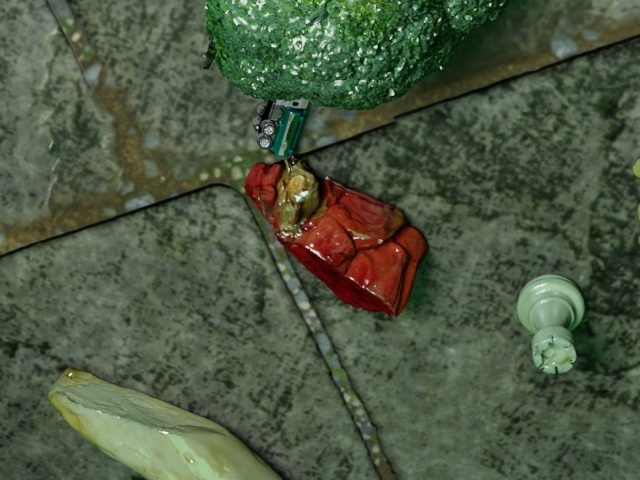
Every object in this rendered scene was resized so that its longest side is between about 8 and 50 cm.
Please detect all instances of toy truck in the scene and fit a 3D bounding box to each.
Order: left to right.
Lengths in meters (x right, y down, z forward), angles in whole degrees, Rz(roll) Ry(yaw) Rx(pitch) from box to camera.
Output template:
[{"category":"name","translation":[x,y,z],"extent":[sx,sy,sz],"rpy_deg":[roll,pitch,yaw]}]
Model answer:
[{"category":"toy truck","translation":[-0.035,-0.119,1.402],"extent":[0.044,0.039,0.083],"rpy_deg":[9,123,-18]}]

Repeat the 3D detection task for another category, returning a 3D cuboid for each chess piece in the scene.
[{"category":"chess piece","translation":[0.225,0.085,1.452],"extent":[0.067,0.103,0.067],"rpy_deg":[2,120,4]}]

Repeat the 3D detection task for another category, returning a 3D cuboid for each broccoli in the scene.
[{"category":"broccoli","translation":[0.023,-0.240,1.240],"extent":[0.269,0.254,0.269],"rpy_deg":[0,89,-12]}]

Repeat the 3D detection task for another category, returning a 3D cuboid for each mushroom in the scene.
[{"category":"mushroom","translation":[-0.135,0.236,1.592],"extent":[0.333,0.087,0.107],"rpy_deg":[40,117,-13]}]

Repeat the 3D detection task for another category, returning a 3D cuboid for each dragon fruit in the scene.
[{"category":"dragon fruit","translation":[0.012,-0.016,1.453],"extent":[0.192,0.122,0.092],"rpy_deg":[37,78,-11]}]

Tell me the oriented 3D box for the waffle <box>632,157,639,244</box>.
[{"category":"waffle","translation":[0.408,-0.024,1.399],"extent":[0.223,0.054,0.204],"rpy_deg":[-9,118,12]}]
